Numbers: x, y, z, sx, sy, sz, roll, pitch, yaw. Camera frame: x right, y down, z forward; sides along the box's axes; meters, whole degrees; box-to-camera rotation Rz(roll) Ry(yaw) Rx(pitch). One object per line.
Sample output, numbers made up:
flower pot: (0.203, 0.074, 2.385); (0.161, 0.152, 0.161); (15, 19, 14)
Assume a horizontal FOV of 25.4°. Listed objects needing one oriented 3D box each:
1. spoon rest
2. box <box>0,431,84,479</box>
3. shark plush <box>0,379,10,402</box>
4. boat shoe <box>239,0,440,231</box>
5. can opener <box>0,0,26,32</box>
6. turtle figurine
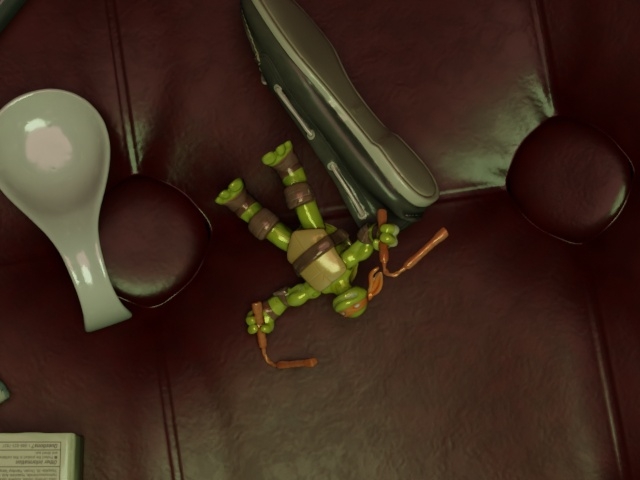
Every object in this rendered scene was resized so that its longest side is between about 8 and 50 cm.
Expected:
spoon rest: (-0.279, -0.039, 1.573); (0.137, 0.084, 0.276); (-20, 84, -7)
box: (-0.326, 0.357, 1.487); (0.148, 0.121, 0.311); (2, 81, -4)
shark plush: (-0.406, 0.119, 1.570); (0.067, 0.073, 0.161); (-22, 61, -27)
boat shoe: (-0.003, -0.145, 1.598); (0.095, 0.112, 0.335); (-41, 81, 27)
can opener: (-0.408, -0.235, 1.596); (0.074, 0.093, 0.280); (37, 76, 3)
turtle figurine: (0.000, 0.000, 1.564); (0.269, 0.087, 0.217); (-38, 85, 28)
